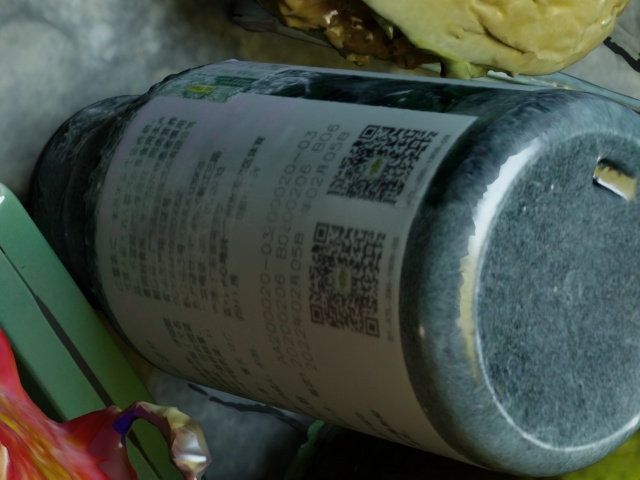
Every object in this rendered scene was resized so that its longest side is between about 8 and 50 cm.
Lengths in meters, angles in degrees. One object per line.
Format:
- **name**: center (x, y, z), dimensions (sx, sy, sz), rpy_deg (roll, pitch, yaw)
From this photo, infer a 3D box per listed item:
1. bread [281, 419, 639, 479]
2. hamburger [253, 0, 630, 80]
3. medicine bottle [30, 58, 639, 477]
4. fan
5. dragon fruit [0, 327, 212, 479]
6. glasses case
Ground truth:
- **bread**: center (0.110, 0.160, 0.847), dimensions (0.251, 0.376, 0.208), rpy_deg (-20, 99, -7)
- **hamburger**: center (0.060, -0.213, 0.900), dimensions (0.259, 0.144, 0.283), rpy_deg (24, 79, -40)
- **medicine bottle**: center (0.000, 0.000, 0.797), dimensions (0.141, 0.293, 0.141), rpy_deg (-8, 102, -40)
- **fan**: center (0.068, -0.092, 1.012), dimensions (0.282, 0.057, 0.023), rpy_deg (11, 100, -35)
- **dragon fruit**: center (-0.164, 0.196, 0.662), dimensions (0.249, 0.371, 0.386), rpy_deg (2, 64, -47)
- **glasses case**: center (-0.121, 0.050, 0.845), dimensions (0.039, 0.077, 0.184), rpy_deg (-46, 124, -25)
